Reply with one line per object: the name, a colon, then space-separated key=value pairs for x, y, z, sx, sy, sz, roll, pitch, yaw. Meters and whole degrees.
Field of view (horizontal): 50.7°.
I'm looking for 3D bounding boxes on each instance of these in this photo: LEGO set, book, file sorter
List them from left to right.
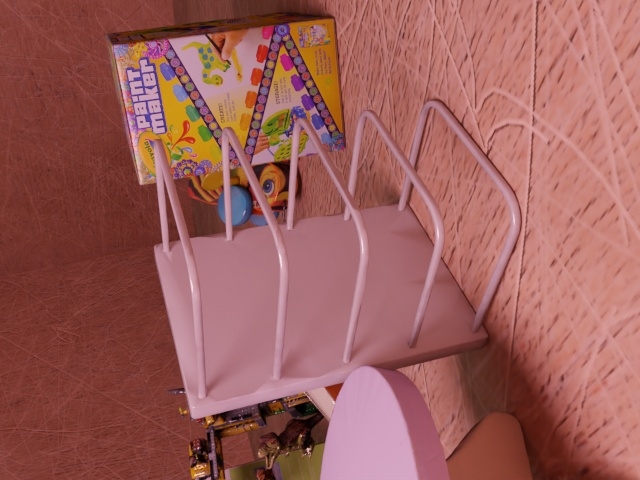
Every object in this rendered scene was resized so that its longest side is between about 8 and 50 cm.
LEGO set: x=-0.076 y=0.296 z=1.057 sx=0.192 sy=0.332 sz=0.254 roll=73 pitch=-170 yaw=-52
file sorter: x=0.000 y=0.000 z=0.602 sx=0.173 sy=0.278 sz=0.192 roll=96 pitch=157 yaw=-45
book: x=0.021 y=0.209 z=0.968 sx=0.144 sy=0.096 sz=0.035 roll=49 pitch=115 yaw=13

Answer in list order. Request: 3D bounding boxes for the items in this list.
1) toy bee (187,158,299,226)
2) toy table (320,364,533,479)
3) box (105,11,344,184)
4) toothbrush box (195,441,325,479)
toy bee: x=-0.099 y=-0.096 z=1.193 sx=0.162 sy=0.298 sz=0.195 roll=-69 pitch=-13 yaw=14
toy table: x=0.103 y=0.236 z=0.511 sx=0.252 sy=0.161 sz=0.274 roll=130 pitch=149 yaw=-54
box: x=-0.148 y=-0.221 z=0.973 sx=0.290 sy=0.279 sz=0.176 roll=-132 pitch=34 yaw=-64
toothbrush box: x=-0.085 y=0.469 z=1.271 sx=0.206 sy=0.283 sz=0.122 roll=114 pitch=141 yaw=-67
